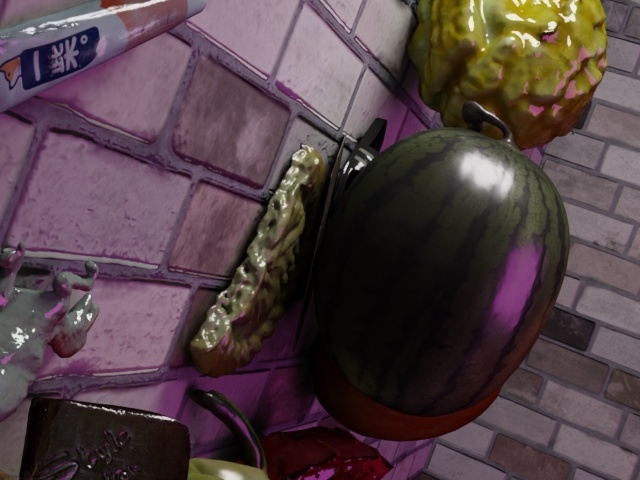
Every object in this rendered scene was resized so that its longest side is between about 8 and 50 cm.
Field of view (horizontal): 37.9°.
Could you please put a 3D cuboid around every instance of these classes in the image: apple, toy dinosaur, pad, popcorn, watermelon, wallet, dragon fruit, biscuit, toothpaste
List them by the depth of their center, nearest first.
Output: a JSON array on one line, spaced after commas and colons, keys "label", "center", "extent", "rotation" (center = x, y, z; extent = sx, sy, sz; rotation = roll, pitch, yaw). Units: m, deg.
[{"label": "toothpaste", "center": [-0.148, -0.134, 0.605], "extent": [0.205, 0.036, 0.056], "rotation": [-41, 146, -47]}, {"label": "toy dinosaur", "center": [-0.222, 0.099, 0.609], "extent": [0.167, 0.053, 0.242], "rotation": [89, 21, -55]}, {"label": "wallet", "center": [-0.151, 0.222, 0.624], "extent": [0.031, 0.122, 0.232], "rotation": [-40, -138, 54]}, {"label": "biscuit", "center": [-0.056, 0.040, 1.039], "extent": [0.187, 0.036, 0.274], "rotation": [77, 37, -67]}, {"label": "watermelon", "center": [0.140, 0.025, 1.076], "extent": [0.359, 0.279, 0.279], "rotation": [-65, 163, 14]}, {"label": "pad", "center": [0.000, 0.000, 1.126], "extent": [0.158, 0.003, 0.235], "rotation": [-72, 175, -65]}, {"label": "dragon fruit", "center": [-0.055, 0.321, 1.181], "extent": [0.261, 0.163, 0.189], "rotation": [-44, -159, -5]}, {"label": "popcorn", "center": [0.241, -0.242, 1.211], "extent": [0.282, 0.282, 0.247], "rotation": [-53, 172, -38]}, {"label": "apple", "center": [0.141, 0.155, 1.347], "extent": [0.301, 0.301, 0.302], "rotation": [-54, 156, -37]}]

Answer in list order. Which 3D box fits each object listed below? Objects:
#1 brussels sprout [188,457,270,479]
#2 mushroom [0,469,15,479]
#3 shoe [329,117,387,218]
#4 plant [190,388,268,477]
[{"label": "brussels sprout", "center": [-0.144, 0.336, 0.749], "extent": [0.328, 0.247, 0.328], "rotation": [13, 71, -41]}, {"label": "mushroom", "center": [-0.253, 0.202, 0.605], "extent": [0.135, 0.080, 0.170], "rotation": [-60, 179, 23]}, {"label": "shoe", "center": [0.064, -0.091, 1.179], "extent": [0.071, 0.049, 0.179], "rotation": [98, 16, -44]}, {"label": "plant", "center": [-0.084, 0.364, 0.989], "extent": [0.251, 0.180, 0.333], "rotation": [24, 97, -27]}]
